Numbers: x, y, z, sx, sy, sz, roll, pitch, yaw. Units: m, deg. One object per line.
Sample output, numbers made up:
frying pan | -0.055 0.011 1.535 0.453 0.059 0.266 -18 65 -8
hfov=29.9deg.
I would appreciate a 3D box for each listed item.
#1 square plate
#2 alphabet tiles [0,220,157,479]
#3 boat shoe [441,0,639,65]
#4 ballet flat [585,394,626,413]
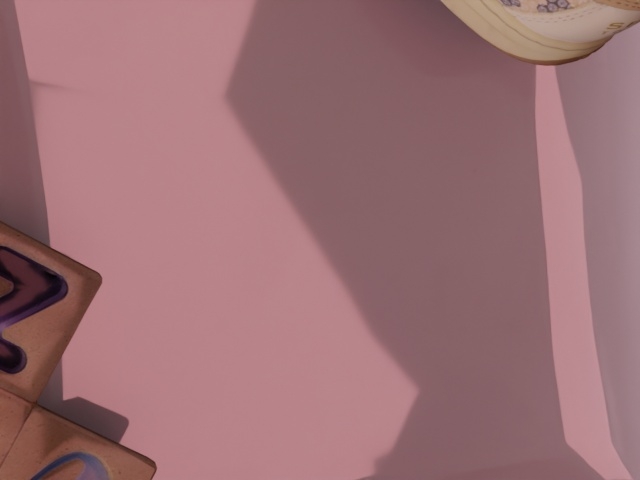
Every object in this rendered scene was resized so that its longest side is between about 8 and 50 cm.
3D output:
square plate | 0.000 0.000 0.526 0.344 0.049 0.347 -7 96 -15
alphabet tiles | -0.237 0.123 0.440 0.285 0.011 0.343 30 88 -17
boat shoe | 0.023 -0.182 0.447 0.285 0.089 0.105 36 78 -10
ballet flat | 0.232 0.063 0.640 0.248 0.086 0.086 -15 113 -2
